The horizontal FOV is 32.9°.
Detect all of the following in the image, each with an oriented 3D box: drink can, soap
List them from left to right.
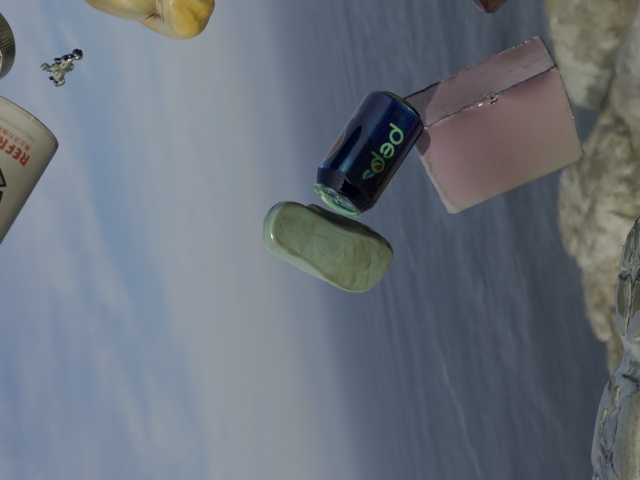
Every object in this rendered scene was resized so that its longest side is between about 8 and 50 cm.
[{"bbox_3d":[0.079,-0.145,1.817,0.205,0.118,0.118,-58,-8,-12],"label":"drink can"},{"bbox_3d":[0.322,-0.202,2.018,0.285,0.296,0.107,57,-166,-50],"label":"soap"}]

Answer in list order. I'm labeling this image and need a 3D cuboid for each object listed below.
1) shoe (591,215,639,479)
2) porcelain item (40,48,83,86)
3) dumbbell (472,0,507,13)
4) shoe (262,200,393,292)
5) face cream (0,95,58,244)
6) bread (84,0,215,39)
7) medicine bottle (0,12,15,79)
[{"bbox_3d":[0.376,0.151,1.007,0.132,0.210,0.342,-91,9,-89],"label":"shoe"},{"bbox_3d":[-0.572,-0.374,2.350,0.136,0.075,0.021,-37,66,48],"label":"porcelain item"},{"bbox_3d":[0.252,-0.517,1.964,0.225,0.140,0.124,33,153,23],"label":"dumbbell"},{"bbox_3d":[0.000,0.000,1.634,0.100,0.251,0.103,30,94,49],"label":"shoe"},{"bbox_3d":[-0.304,-0.012,0.871,0.096,0.095,0.214,84,-150,-69],"label":"face cream"},{"bbox_3d":[-0.312,-0.484,1.633,0.245,0.424,0.329,-58,-1,-23],"label":"bread"},{"bbox_3d":[-0.399,-0.184,1.122,0.168,0.105,0.105,-61,-36,-61],"label":"medicine bottle"}]
